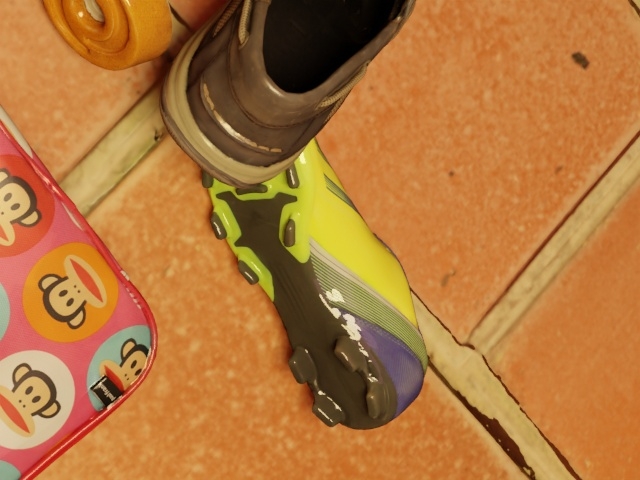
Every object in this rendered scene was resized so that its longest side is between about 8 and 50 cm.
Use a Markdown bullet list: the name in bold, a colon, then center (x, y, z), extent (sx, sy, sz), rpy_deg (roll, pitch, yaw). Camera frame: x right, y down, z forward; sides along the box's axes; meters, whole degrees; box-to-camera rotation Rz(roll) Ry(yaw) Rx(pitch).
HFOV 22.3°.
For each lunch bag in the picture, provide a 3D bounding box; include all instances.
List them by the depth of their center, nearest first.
- **lunch bag**: center (-0.274, 0.038, 1.022), extent (0.258, 0.120, 0.293), rpy_deg (-40, 113, -14)

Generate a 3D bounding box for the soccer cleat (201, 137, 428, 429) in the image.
- **soccer cleat**: center (-0.001, 0.001, 1.199), extent (0.121, 0.093, 0.289), rpy_deg (-41, 113, -52)

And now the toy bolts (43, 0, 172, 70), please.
- **toy bolts**: center (-0.118, -0.252, 1.063), extent (0.228, 0.218, 0.158), rpy_deg (44, 55, 5)

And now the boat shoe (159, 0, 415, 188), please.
- **boat shoe**: center (0.025, -0.187, 1.102), extent (0.132, 0.130, 0.355), rpy_deg (37, 59, -19)
